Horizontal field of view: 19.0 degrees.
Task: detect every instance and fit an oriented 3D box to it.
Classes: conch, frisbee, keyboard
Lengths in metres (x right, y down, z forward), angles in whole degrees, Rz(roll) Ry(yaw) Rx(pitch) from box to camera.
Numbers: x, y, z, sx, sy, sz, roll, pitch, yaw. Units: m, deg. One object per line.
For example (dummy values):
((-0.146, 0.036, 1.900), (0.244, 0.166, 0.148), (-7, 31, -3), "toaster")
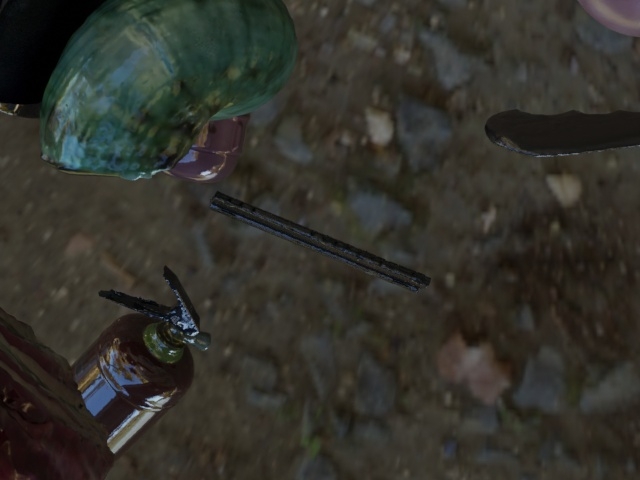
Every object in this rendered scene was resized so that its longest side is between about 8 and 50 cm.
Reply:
((-0.104, -0.124, 1.307), (0.176, 0.188, 0.122), (-23, 101, 19), "conch")
((0.199, -0.070, 0.995), (0.211, 0.187, 0.012), (7, 120, 13), "frisbee")
((0.000, 0.000, 1.594), (0.195, 0.060, 0.018), (22, 84, -7), "keyboard")

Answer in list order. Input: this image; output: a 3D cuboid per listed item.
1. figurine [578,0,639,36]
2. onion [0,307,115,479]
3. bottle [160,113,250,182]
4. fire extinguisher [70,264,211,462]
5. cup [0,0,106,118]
((0.302, -0.268, 1.750), (0.173, 0.173, 0.173), (2, 108, 6), "figurine")
((-0.231, 0.114, 0.798), (0.280, 0.146, 0.314), (-46, 129, -7), "onion")
((-0.096, -0.167, 1.670), (0.110, 0.110, 0.233), (12, 96, 3), "bottle")
((-0.218, 0.144, 1.872), (0.138, 0.102, 0.344), (27, 126, -25), "fire extinguisher")
((-0.208, -0.187, 1.287), (0.166, 0.239, 0.177), (28, 106, -19), "cup")
